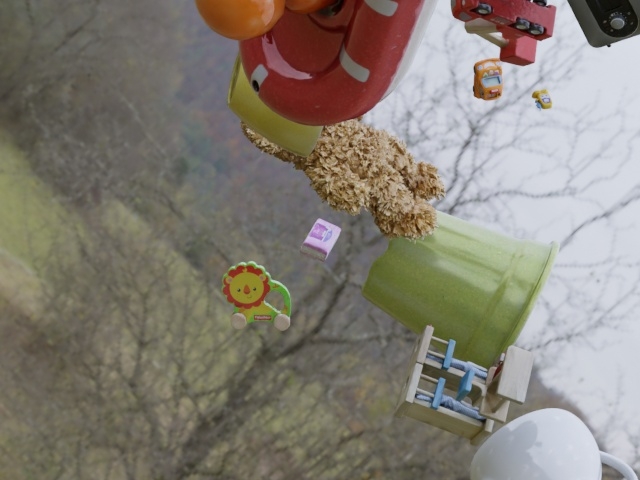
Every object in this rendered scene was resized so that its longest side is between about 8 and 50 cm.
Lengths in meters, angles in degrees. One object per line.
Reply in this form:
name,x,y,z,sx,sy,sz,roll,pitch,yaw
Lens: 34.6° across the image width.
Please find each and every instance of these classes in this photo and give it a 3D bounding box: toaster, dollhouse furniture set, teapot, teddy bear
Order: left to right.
teddy bear,0.049,-0.130,1.521,0.338,0.245,0.113,43,-43,-2
dollhouse furniture set,0.200,0.176,1.414,0.129,0.129,0.183,20,-31,-1
teapot,0.405,0.434,1.815,0.252,0.256,0.187,42,12,-48
toaster,0.381,-0.331,1.177,0.168,0.185,0.110,-13,-49,39

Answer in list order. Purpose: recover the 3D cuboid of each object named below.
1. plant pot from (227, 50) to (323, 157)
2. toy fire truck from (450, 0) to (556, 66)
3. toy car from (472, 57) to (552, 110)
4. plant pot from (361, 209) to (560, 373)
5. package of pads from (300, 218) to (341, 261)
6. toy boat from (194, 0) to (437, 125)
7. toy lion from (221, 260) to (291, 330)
plant pot,-0.046,-0.165,1.097,0.095,0.134,0.134,13,10,-13
toy fire truck,0.240,-0.293,1.377,0.192,0.047,0.135,13,-9,-27
toy car,0.246,-0.193,1.285,0.060,0.122,0.040,107,-24,-43
plant pot,0.216,0.068,1.694,0.254,0.276,0.276,28,-2,7
package of pads,0.000,0.000,1.865,0.050,0.032,0.083,25,40,4
toy boat,-0.015,-0.173,0.681,0.151,0.151,0.231,55,-30,24
toy lion,-0.092,0.078,1.467,0.034,0.100,0.096,-95,-172,-80
